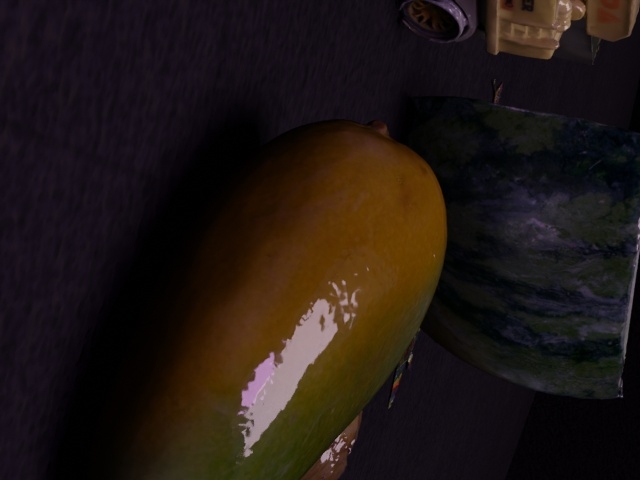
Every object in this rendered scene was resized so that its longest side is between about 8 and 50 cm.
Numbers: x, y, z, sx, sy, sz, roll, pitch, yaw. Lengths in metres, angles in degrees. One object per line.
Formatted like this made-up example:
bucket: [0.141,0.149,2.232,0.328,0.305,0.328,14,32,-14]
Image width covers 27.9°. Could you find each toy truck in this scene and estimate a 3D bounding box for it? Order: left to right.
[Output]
toy truck: [0.135,-0.221,0.798,0.272,0.157,0.124,77,33,-62]

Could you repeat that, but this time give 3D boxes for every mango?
mango: [-0.028,0.044,0.614,0.251,0.114,0.156,-47,163,-34]

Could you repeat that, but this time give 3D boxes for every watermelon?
watermelon: [0.175,-0.030,1.036,0.201,0.213,0.261,-58,159,-44]

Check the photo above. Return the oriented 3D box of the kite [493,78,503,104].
kite: [0.179,-0.144,1.329,0.078,0.002,0.044,-17,123,-73]

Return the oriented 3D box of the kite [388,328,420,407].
kite: [0.089,0.104,1.273,0.090,0.004,0.122,80,31,-58]

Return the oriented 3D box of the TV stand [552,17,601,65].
TV stand: [0.223,-0.252,1.203,0.269,0.088,0.082,47,59,-73]

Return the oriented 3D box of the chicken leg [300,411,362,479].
chicken leg: [-0.028,0.115,0.765,0.198,0.069,0.085,-20,124,-63]
